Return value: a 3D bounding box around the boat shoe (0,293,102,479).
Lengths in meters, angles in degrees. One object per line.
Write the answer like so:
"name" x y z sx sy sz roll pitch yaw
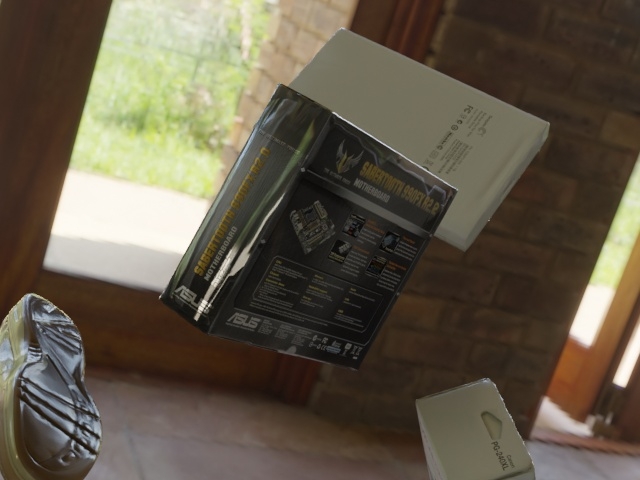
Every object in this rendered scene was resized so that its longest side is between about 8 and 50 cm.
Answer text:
"boat shoe" -0.324 0.188 1.280 0.122 0.110 0.341 43 10 -25

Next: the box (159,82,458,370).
"box" 0.000 0.000 0.907 0.056 0.183 0.231 31 5 32

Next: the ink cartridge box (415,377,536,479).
"ink cartridge box" 0.121 0.196 0.856 0.063 0.150 0.109 -15 30 -3

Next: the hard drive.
"hard drive" 0.099 -0.134 1.434 0.308 0.203 0.040 28 -27 21
